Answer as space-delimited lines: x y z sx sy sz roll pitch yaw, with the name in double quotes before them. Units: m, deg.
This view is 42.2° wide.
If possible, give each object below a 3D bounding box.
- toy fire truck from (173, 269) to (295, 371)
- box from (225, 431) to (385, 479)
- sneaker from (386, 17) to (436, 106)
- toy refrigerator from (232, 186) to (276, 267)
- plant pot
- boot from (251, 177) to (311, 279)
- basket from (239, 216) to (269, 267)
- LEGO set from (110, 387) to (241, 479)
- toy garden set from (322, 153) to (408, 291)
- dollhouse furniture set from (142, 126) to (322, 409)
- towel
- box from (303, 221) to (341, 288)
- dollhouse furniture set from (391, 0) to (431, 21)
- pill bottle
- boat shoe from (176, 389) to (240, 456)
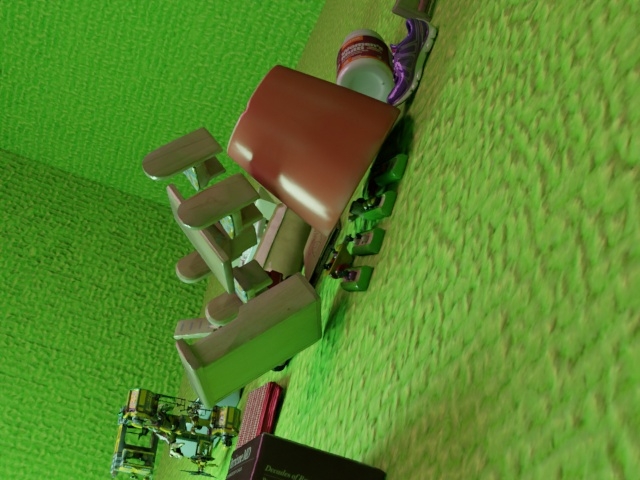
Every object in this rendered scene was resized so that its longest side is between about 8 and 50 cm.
"toy fire truck" -0.172 0.162 1.806 0.217 0.246 0.158 -86 19 -53
"box" -0.042 0.372 1.035 0.168 0.167 0.203 130 157 -61
"sneaker" 0.154 -0.330 1.540 0.068 0.071 0.170 -147 76 -79
"toy refrigerator" -0.194 -0.026 2.607 0.094 0.102 0.269 -91 23 -61
"plant pot" -0.021 -0.182 1.532 0.275 0.243 0.275 -59 -1 -1
"boot" -0.121 -0.037 2.035 0.089 0.236 0.269 19 -87 -58
"basket" -0.155 0.039 2.305 0.113 0.103 0.167 -86 20 -55
"LEGO set" -0.357 0.496 1.995 0.255 0.331 0.192 -34 44 50
"toy garden set" 0.068 -0.031 1.493 0.204 0.049 0.244 164 125 -76
"dollhouse furniture set" -0.212 0.071 1.565 0.394 0.256 0.362 50 160 28
"towel" -0.143 0.414 1.804 0.275 0.031 0.198 135 150 -69
"box" 0.000 0.000 1.844 0.201 0.021 0.164 -97 29 -65
"dollhouse furniture set" 0.166 -0.526 1.661 0.129 0.129 0.183 159 130 -76
"pill bottle" 0.094 -0.365 1.756 0.221 0.121 0.121 -88 21 -56
"boat shoe" -0.307 0.471 2.287 0.105 0.113 0.306 -78 14 -62
